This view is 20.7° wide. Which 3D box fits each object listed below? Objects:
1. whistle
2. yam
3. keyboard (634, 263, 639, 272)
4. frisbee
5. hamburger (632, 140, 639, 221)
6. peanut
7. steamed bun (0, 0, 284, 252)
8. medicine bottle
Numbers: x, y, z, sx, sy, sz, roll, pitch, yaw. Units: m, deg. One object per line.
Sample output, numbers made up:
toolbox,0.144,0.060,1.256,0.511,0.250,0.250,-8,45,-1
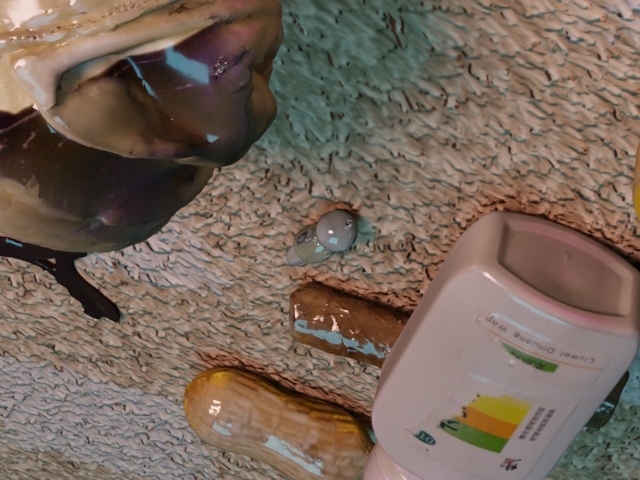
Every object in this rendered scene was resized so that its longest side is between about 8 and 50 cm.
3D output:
whistle,0.000,0.000,1.439,0.035,0.035,0.100,29,150,-20
yam,0.115,0.099,1.520,0.300,0.066,0.066,16,151,2
keyboard,0.295,0.030,1.352,0.072,0.023,0.231,29,149,-24
frisbee,-0.242,0.028,1.633,0.211,0.012,0.187,-5,144,32
hamburger,0.278,-0.038,1.188,0.126,0.081,0.141,-19,123,43
peanut,-0.038,0.187,1.723,0.207,0.087,0.087,23,150,-10
steamed bun,-0.139,-0.114,1.067,0.206,0.275,0.320,52,177,26
medicine bottle,0.134,0.118,1.415,0.161,0.111,0.296,24,133,-6
